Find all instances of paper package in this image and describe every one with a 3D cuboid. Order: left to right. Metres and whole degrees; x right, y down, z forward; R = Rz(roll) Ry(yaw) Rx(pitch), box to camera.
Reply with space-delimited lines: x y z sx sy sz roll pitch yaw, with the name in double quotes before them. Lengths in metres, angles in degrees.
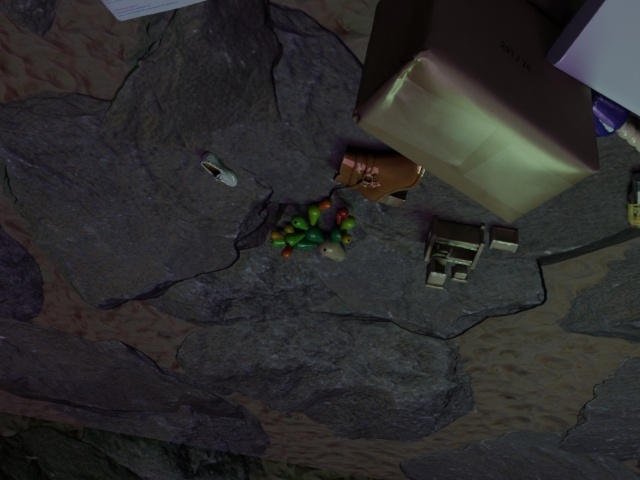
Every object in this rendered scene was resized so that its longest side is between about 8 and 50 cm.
"paper package" 0.234 -0.237 1.084 0.325 0.309 0.168 29 139 -21

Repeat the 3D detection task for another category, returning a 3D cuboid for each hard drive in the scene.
"hard drive" 0.502 -0.289 1.075 0.308 0.040 0.203 18 119 -30

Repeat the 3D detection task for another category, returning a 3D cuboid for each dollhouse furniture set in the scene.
"dollhouse furniture set" 0.314 0.053 1.543 0.182 0.161 0.101 10 141 1

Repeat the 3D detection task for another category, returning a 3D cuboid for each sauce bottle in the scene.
"sauce bottle" 0.613 -0.077 1.411 0.042 0.042 0.128 -7 139 20

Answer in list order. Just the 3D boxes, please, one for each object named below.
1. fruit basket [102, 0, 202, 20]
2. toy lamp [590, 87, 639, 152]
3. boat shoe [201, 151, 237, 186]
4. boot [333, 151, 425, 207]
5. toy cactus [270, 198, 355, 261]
"fruit basket" -0.252 -0.484 1.051 0.327 0.165 0.353 -7 154 21
"toy lamp" 0.553 -0.174 1.277 0.275 0.080 0.080 31 137 -22
"boat shoe" -0.212 -0.140 1.522 0.035 0.035 0.100 -18 133 30
"boot" 0.118 -0.146 1.417 0.152 0.073 0.197 21 138 -7
"toy cactus" 0.000 0.000 1.610 0.219 0.112 0.180 -24 140 24
